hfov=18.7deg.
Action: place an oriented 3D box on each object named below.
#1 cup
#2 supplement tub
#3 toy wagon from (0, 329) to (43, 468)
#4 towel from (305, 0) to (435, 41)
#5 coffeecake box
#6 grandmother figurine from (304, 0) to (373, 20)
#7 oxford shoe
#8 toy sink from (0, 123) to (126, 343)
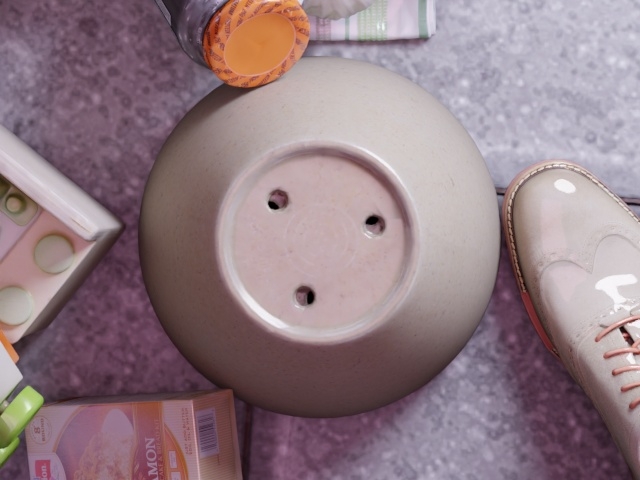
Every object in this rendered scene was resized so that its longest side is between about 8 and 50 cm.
[{"bbox_3d":[0.000,0.000,1.659,0.331,0.237,0.331,0,91,0],"label":"cup"},{"bbox_3d":[-0.087,-0.224,1.672,0.117,0.117,0.190,-33,51,1],"label":"supplement tub"},{"bbox_3d":[-0.347,0.072,1.619,0.267,0.344,0.068,39,60,-1],"label":"toy wagon"},{"bbox_3d":[0.028,-0.237,1.760,0.152,0.023,0.113,-1,90,0],"label":"towel"},{"bbox_3d":[-0.163,0.208,1.706,0.185,0.068,0.142,-6,91,31],"label":"coffeecake box"},{"bbox_3d":[0.092,-0.333,1.710,0.208,0.104,0.342,38,87,25],"label":"grandmother figurine"},{"bbox_3d":[0.288,0.104,1.703,0.140,0.146,0.397,-31,91,1],"label":"oxford shoe"},{"bbox_3d":[-0.273,-0.008,1.660,0.153,0.234,0.131,38,91,-1],"label":"toy sink"}]
